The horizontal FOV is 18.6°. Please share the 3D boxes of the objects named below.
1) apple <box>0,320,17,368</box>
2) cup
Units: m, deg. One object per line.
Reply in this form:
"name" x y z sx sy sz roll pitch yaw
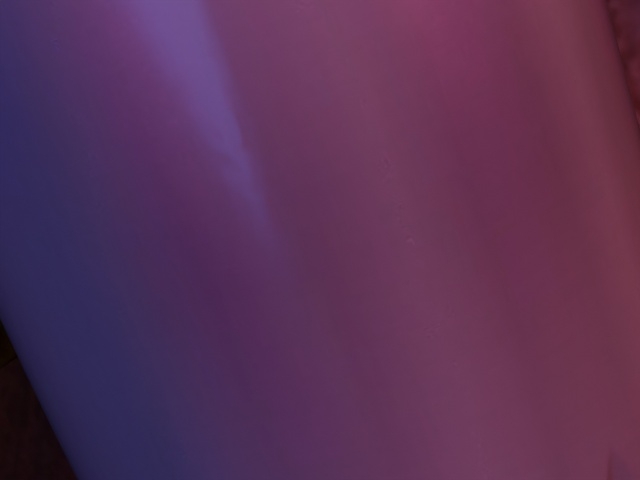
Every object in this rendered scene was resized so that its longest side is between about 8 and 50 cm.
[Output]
"apple" -0.184 -0.016 0.864 0.146 0.163 0.147 -44 69 16
"cup" 0.000 0.000 0.727 0.253 0.253 0.371 -12 108 24
